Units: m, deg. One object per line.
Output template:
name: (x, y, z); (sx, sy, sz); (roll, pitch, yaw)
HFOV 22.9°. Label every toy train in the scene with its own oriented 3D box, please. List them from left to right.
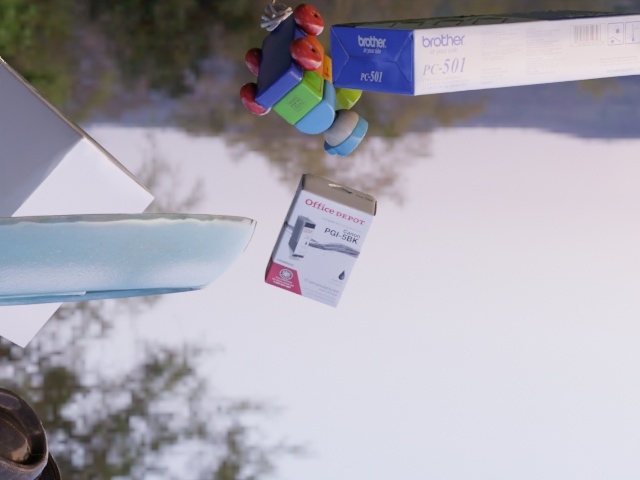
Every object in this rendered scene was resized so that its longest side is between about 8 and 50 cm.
toy train: (-0.007, -0.210, 1.909); (0.105, 0.143, 0.248); (-39, -155, 25)

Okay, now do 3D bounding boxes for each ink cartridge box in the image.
ink cartridge box: (0.000, 0.000, 1.924); (0.099, 0.135, 0.056); (19, -157, -5)
ink cartridge box: (0.119, -0.133, 1.099); (0.207, 0.046, 0.097); (-8, -167, -33)

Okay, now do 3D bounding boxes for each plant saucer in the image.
plant saucer: (-0.196, 0.018, 0.968); (0.318, 0.043, 0.317); (-5, 177, 0)

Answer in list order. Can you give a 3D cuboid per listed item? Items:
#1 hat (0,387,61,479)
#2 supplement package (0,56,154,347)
hat: (-0.467, 0.270, 2.113); (0.331, 0.331, 0.134); (-8, 148, -50)
supplement package: (-0.306, -0.050, 1.458); (0.203, 0.194, 0.149); (41, 178, 29)
